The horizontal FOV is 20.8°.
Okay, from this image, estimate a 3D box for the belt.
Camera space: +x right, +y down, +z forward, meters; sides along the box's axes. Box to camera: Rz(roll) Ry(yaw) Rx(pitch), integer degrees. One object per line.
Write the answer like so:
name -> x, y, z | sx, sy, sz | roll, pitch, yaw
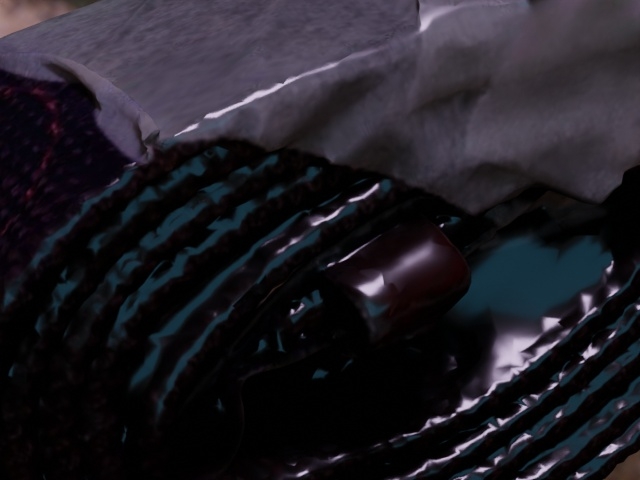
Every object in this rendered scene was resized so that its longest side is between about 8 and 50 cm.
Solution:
belt -> 0.000, 0.000, 0.537 | 0.289, 0.164, 0.184 | -25, 116, -19
